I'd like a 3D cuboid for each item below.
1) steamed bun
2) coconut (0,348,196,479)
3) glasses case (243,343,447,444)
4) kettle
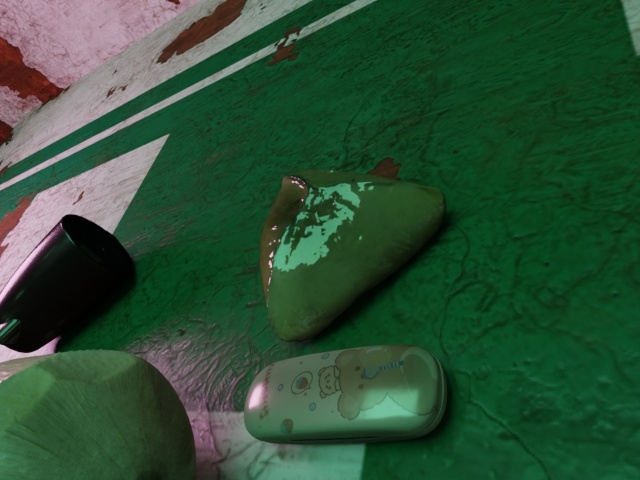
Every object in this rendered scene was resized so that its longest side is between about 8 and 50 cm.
[{"bbox_3d":[-0.003,-0.020,0.573,0.231,0.110,0.212,-41,37,-3],"label":"steamed bun"},{"bbox_3d":[-0.233,0.219,0.448,0.265,0.237,0.238,-9,49,42],"label":"coconut"},{"bbox_3d":[0.015,0.142,0.446,0.204,0.051,0.081,-17,46,29],"label":"glasses case"},{"bbox_3d":[-0.464,0.077,0.865,0.232,0.144,0.202,-43,18,4],"label":"kettle"}]
